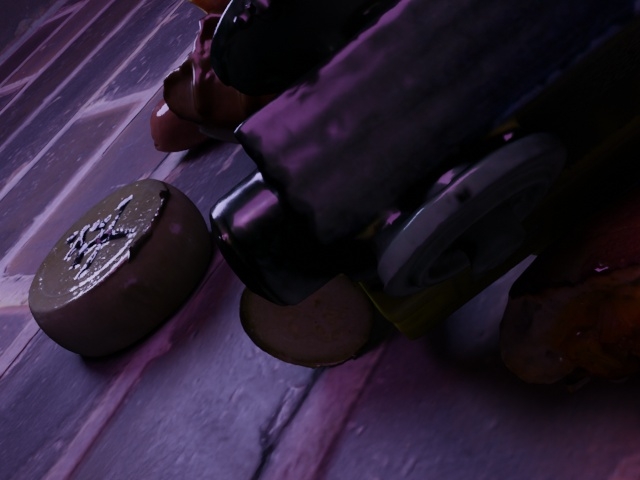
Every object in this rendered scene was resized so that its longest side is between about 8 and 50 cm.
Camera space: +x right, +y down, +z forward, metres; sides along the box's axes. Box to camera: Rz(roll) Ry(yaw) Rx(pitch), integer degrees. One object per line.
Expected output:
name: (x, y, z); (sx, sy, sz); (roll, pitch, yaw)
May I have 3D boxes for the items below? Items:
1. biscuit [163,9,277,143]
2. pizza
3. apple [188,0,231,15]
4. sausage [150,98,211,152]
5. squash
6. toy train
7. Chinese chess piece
biscuit: (-0.024, -0.281, 0.943); (0.268, 0.115, 0.367); (-4, 79, 24)
pizza: (0.225, -0.009, 0.431); (0.305, 0.086, 0.161); (-28, 13, 8)
apple: (-0.139, -0.427, 1.390); (0.199, 0.199, 0.199); (-29, 30, 18)
sausage: (-0.029, -0.224, 1.047); (0.433, 0.088, 0.088); (-29, 29, 17)
squash: (0.000, 0.000, 0.700); (0.094, 0.094, 0.224); (-28, 23, 19)
toy train: (0.142, -0.112, 0.491); (0.442, 0.272, 0.179); (-37, 73, 2)
Chinese chess piece: (-0.196, 0.024, 0.882); (0.188, 0.083, 0.188); (-28, 33, 20)
